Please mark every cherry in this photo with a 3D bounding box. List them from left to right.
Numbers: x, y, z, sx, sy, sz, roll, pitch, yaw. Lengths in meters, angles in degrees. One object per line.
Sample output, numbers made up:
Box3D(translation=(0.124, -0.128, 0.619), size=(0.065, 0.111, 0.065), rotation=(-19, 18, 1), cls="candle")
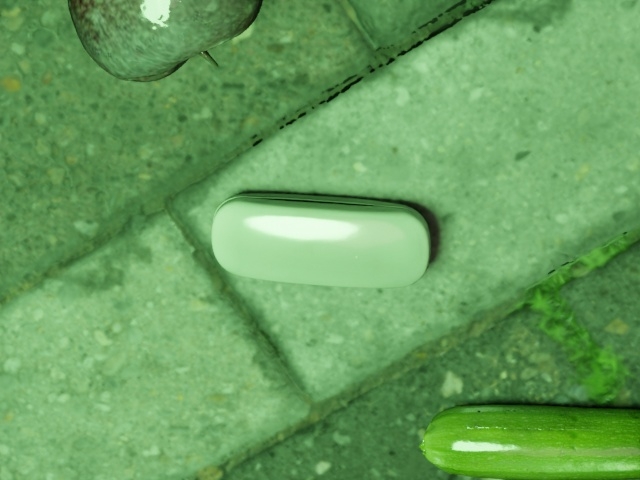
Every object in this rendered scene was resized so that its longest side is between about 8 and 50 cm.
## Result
Box3D(translation=(-0.133, -0.218, 1.530), size=(0.176, 0.140, 0.176), rotation=(10, 115, 22), cls="cherry")

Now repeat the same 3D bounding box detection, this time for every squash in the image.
Box3D(translation=(0.208, 0.183, 1.676), size=(0.239, 0.069, 0.069), rotation=(0, 113, 11), cls="squash")

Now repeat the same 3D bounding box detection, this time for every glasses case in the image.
Box3D(translation=(0.000, 0.000, 1.647), size=(0.197, 0.049, 0.076), rotation=(3, 114, 10), cls="glasses case")
